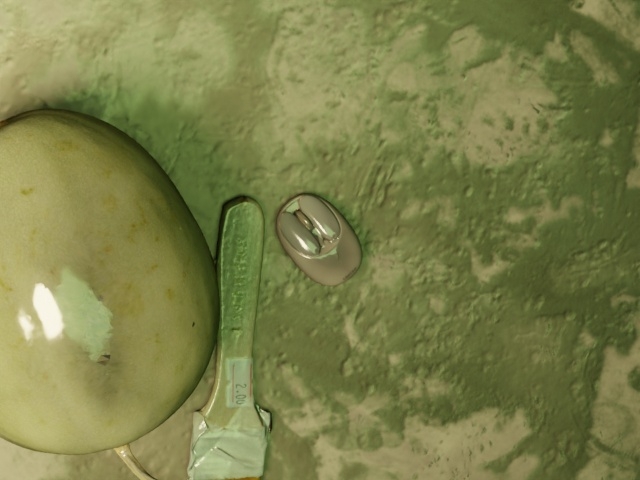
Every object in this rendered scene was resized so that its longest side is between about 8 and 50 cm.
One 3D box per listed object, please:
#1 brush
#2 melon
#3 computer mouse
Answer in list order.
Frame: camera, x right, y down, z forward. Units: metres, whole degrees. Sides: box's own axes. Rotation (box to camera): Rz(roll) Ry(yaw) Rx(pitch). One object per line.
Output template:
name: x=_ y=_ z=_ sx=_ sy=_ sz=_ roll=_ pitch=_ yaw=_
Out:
brush: x=-0.084 y=0.123 z=1.560 sx=0.085 sy=0.020 sz=0.336 roll=-1 pitch=102 yaw=-17
melon: x=-0.214 y=0.042 z=1.382 sx=0.272 sy=0.272 sz=0.308 roll=0 pitch=105 yaw=-17
computer mouse: x=0.001 y=0.001 z=1.550 sx=0.066 sy=0.039 sz=0.096 roll=-40 pitch=109 yaw=-6
